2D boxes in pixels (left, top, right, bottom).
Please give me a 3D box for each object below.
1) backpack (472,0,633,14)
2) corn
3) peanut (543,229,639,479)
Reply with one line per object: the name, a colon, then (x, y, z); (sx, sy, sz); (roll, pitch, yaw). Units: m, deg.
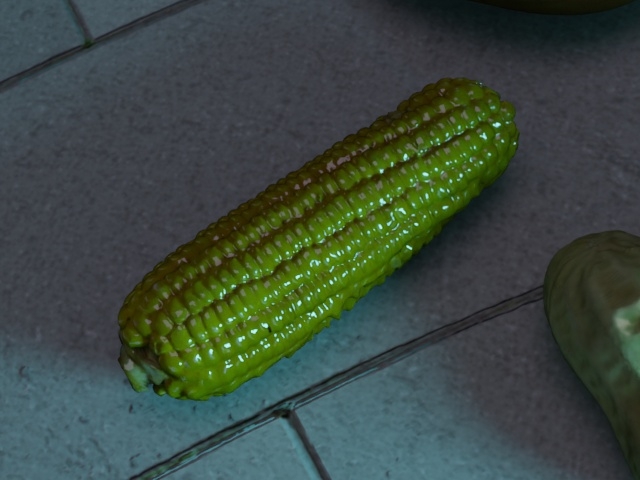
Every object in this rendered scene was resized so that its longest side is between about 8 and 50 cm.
backpack: (0.171, -0.359, 1.425); (0.378, 0.201, 0.353); (28, 71, 25)
corn: (0.000, 0.000, 1.280); (0.363, 0.120, 0.120); (-35, 61, -11)
peanut: (0.250, 0.099, 1.186); (0.111, 0.125, 0.274); (-19, 59, -17)
